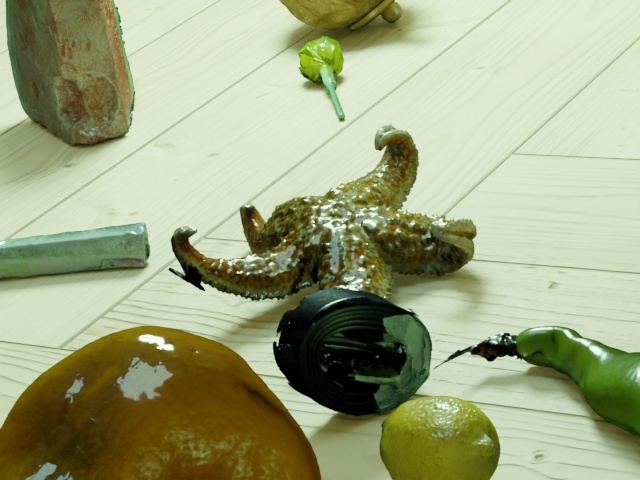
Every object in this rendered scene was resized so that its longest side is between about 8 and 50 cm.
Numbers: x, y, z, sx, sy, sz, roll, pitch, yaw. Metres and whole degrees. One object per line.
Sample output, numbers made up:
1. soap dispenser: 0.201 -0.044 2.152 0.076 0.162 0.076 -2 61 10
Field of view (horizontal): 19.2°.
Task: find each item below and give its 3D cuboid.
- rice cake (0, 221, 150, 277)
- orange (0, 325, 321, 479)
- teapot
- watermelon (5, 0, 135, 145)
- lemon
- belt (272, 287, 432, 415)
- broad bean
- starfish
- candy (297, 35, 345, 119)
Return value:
1. rice cake: -0.283 0.014 2.023 0.210 0.043 0.034 -6 19 13
2. orange: -0.128 0.179 1.366 0.249 0.249 0.183 -20 9 -18
3. teapot: 0.046 -0.362 2.590 0.203 0.167 0.311 -48 15 -18
4. watermelon: -0.296 -0.243 2.394 0.148 0.318 0.226 -16 64 -19
5. lemon: 0.095 0.161 1.462 0.110 0.082 0.082 4 28 47
6. belt: 0.030 0.095 1.603 0.140 0.105 0.058 5 10 -29
7. broad bean: 0.232 0.121 1.523 0.098 0.056 0.318 -34 26 -28
8. starfish: -0.003 -0.003 1.851 0.303 0.113 0.312 -20 28 -19
9. candy: 0.010 -0.197 2.363 0.058 0.062 0.194 27 23 -23
